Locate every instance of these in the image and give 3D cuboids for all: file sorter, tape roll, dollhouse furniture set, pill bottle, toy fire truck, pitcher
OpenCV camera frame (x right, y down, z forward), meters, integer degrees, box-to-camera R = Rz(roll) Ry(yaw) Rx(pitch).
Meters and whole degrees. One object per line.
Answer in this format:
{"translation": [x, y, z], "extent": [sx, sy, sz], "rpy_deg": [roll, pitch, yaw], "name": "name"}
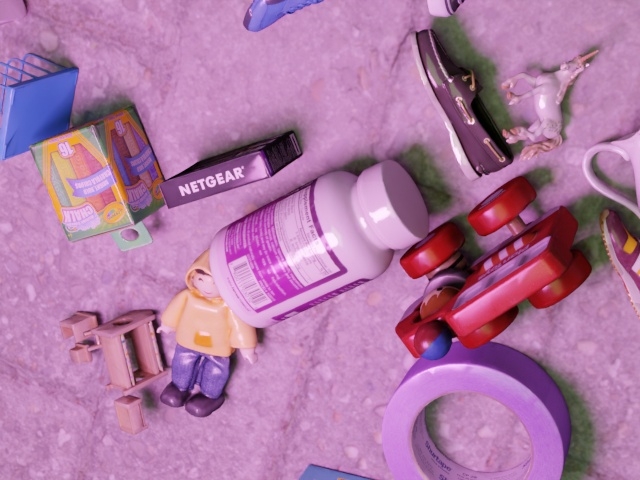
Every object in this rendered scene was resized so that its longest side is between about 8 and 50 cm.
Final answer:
{"translation": [-0.474, -0.213, 1.722], "extent": [0.105, 0.170, 0.118], "rpy_deg": [22, 115, 14], "name": "file sorter"}
{"translation": [0.235, 0.293, 1.685], "extent": [0.275, 0.090, 0.274], "rpy_deg": [7, 112, 18], "name": "tape roll"}
{"translation": [-0.342, 0.212, 1.889], "extent": [0.161, 0.101, 0.181], "rpy_deg": [7, 114, 44], "name": "dollhouse furniture set"}
{"translation": [0.000, 0.000, 1.623], "extent": [0.302, 0.169, 0.169], "rpy_deg": [-26, 98, 26], "name": "pill bottle"}
{"translation": [0.218, 0.061, 1.515], "extent": [0.302, 0.254, 0.169], "rpy_deg": [-35, 94, 27], "name": "toy fire truck"}
{"translation": [0.453, -0.061, 1.471], "extent": [0.178, 0.125, 0.207], "rpy_deg": [-30, 86, 48], "name": "pitcher"}

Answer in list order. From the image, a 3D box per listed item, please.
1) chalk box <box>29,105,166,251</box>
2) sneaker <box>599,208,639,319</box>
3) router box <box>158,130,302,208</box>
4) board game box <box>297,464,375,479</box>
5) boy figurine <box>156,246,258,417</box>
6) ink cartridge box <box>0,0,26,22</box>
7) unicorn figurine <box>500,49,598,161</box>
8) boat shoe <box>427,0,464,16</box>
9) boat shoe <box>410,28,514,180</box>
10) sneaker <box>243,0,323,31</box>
{"translation": [-0.332, -0.081, 1.737], "extent": [0.132, 0.132, 0.213], "rpy_deg": [-16, 102, 25], "name": "chalk box"}
{"translation": [0.449, 0.029, 1.529], "extent": [0.084, 0.069, 0.185], "rpy_deg": [-24, 105, 18], "name": "sneaker"}
{"translation": [-0.133, -0.105, 1.654], "extent": [0.179, 0.133, 0.046], "rpy_deg": [-16, 102, 25], "name": "router box"}
{"translation": [0.119, 0.527, 1.817], "extent": [0.336, 0.079, 0.253], "rpy_deg": [11, 112, 17], "name": "board game box"}
{"translation": [-0.177, 0.143, 1.785], "extent": [0.177, 0.092, 0.285], "rpy_deg": [22, 118, 15], "name": "boy figurine"}
{"translation": [-0.699, -0.346, 1.692], "extent": [0.395, 0.285, 0.166], "rpy_deg": [-13, 103, 23], "name": "ink cartridge box"}
{"translation": [0.303, -0.191, 1.501], "extent": [0.111, 0.060, 0.161], "rpy_deg": [-10, 129, -8], "name": "unicorn figurine"}
{"translation": [0.210, -0.432, 1.431], "extent": [0.102, 0.108, 0.301], "rpy_deg": [16, 106, 16], "name": "boat shoe"}
{"translation": [0.195, -0.195, 1.533], "extent": [0.069, 0.081, 0.227], "rpy_deg": [-21, 108, 23], "name": "boat shoe"}
{"translation": [-0.024, -0.352, 1.561], "extent": [0.082, 0.069, 0.209], "rpy_deg": [47, 117, -4], "name": "sneaker"}
